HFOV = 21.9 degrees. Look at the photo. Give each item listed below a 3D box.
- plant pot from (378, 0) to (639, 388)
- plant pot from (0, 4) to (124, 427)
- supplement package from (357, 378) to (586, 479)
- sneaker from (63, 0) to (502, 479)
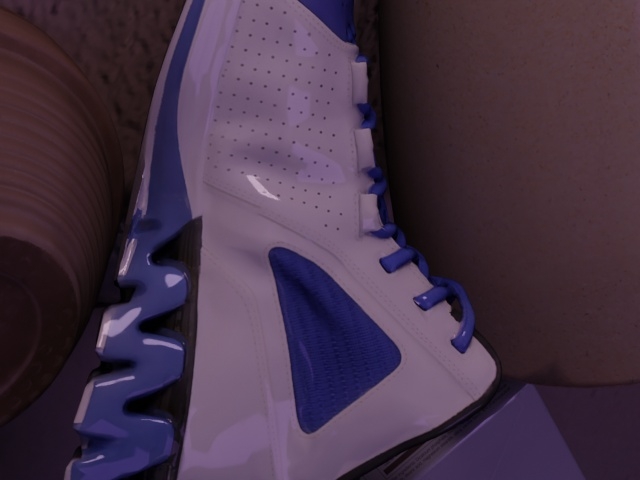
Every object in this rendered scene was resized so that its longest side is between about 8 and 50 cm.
[{"bbox_3d":[0.131,-0.115,0.801,0.256,0.256,0.274,-28,122,-16],"label":"plant pot"},{"bbox_3d":[-0.183,0.015,0.741,0.237,0.110,0.237,-20,132,-24],"label":"plant pot"},{"bbox_3d":[0.048,0.175,1.016,0.204,0.145,0.262,-39,137,-6],"label":"supplement package"},{"bbox_3d":[0.000,0.001,0.759,0.182,0.127,0.315,14,91,-8],"label":"sneaker"}]
